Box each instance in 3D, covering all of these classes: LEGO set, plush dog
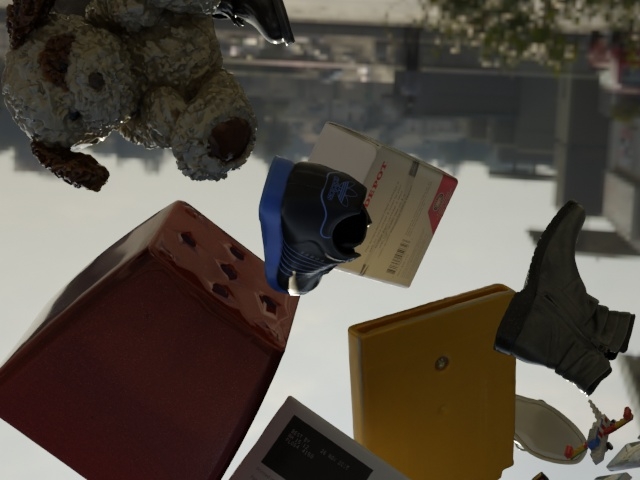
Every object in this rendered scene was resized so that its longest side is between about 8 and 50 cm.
[{"bbox_3d":[0.371,0.287,1.748,0.182,0.060,0.244,-41,-179,-23],"label":"LEGO set"},{"bbox_3d":[-0.212,-0.177,1.307,0.225,0.262,0.210,-18,-163,-20],"label":"plush dog"}]

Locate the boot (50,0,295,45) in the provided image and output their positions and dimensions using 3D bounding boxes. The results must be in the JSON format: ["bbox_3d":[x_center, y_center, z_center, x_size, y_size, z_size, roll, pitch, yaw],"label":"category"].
[{"bbox_3d":[-0.174,-0.250,1.415,0.229,0.091,0.263,-33,-126,-11],"label":"boot"}]

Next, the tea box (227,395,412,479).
[{"bbox_3d":[0.044,0.390,1.587,0.329,0.220,0.323,34,170,14],"label":"tea box"}]

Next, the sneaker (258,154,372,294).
[{"bbox_3d":[0.000,0.000,1.185,0.090,0.081,0.232,15,160,9],"label":"sneaker"}]

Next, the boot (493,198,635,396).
[{"bbox_3d":[0.345,0.078,1.703,0.161,0.246,0.083,23,160,13],"label":"boot"}]

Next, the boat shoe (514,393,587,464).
[{"bbox_3d":[0.349,0.313,2.211,0.254,0.095,0.079,18,178,29],"label":"boat shoe"}]

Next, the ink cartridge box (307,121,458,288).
[{"bbox_3d":[0.078,-0.053,2.051,0.117,0.207,0.283,29,-174,32],"label":"ink cartridge box"}]

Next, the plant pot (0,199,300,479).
[{"bbox_3d":[-0.170,0.115,1.426,0.267,0.236,0.267,37,-161,-8],"label":"plant pot"}]

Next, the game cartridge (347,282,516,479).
[{"bbox_3d":[0.172,0.248,1.941,0.285,0.324,0.052,-14,-155,-28],"label":"game cartridge"}]
